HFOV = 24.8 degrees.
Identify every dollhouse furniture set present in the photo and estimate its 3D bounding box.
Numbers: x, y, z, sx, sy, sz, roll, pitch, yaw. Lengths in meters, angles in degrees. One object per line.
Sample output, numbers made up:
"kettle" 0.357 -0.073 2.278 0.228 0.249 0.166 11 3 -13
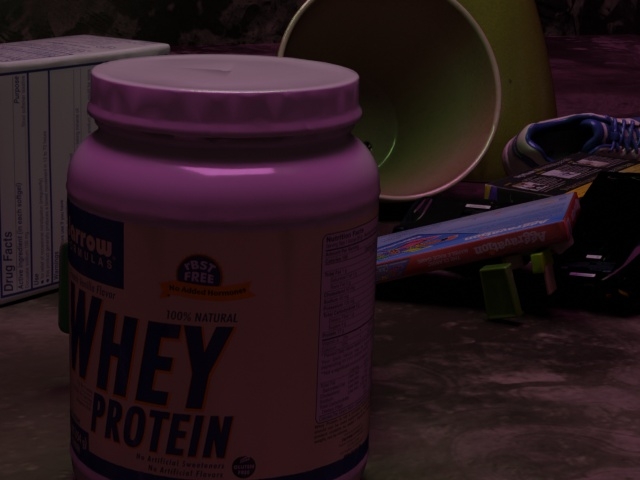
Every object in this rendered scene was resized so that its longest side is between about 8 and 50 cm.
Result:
"dollhouse furniture set" 0.229 0.036 1.620 0.076 0.058 0.151 -7 12 31

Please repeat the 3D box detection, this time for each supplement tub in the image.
"supplement tub" -0.074 0.031 1.110 0.235 0.325 0.235 1 15 0

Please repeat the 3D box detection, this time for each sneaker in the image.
"sneaker" 0.426 -0.137 2.176 0.296 0.112 0.131 -9 -15 -7

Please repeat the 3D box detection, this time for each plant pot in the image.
"plant pot" 0.260 -0.265 2.353 0.275 0.293 0.275 1 15 0

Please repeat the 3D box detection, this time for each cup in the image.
"cup" 0.067 -0.194 2.124 0.331 0.331 0.237 -3 -10 -17

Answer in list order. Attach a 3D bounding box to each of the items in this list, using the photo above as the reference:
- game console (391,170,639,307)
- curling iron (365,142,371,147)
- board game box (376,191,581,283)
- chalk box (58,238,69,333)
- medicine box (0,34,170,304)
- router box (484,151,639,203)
"game console" 0.255 -0.013 1.749 0.361 0.044 0.213 6 39 35
"curling iron" 0.087 -0.194 2.570 0.068 0.035 0.274 3 15 5
"board game box" 0.153 0.002 1.669 0.281 0.027 0.145 -13 10 18
"chalk box" -0.094 0.045 1.344 0.289 0.180 0.179 4 15 2
"medicine box" -0.317 -0.092 1.675 0.149 0.263 0.289 12 17 35
"router box" 0.392 -0.044 1.940 0.243 0.081 0.309 12 18 33
